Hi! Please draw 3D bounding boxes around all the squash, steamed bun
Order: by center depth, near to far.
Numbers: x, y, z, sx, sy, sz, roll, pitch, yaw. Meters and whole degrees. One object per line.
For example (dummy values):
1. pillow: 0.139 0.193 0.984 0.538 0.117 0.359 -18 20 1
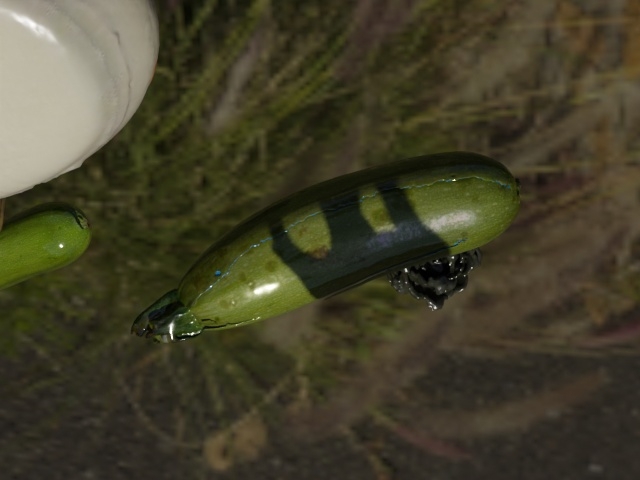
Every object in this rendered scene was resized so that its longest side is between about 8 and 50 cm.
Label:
1. steamed bun: -0.190 -0.113 0.981 0.131 0.228 0.177 -76 149 -44
2. squash: 0.000 0.000 1.547 0.341 0.094 0.094 -20 111 -3
3. squash: -0.305 0.013 1.864 0.066 0.201 0.066 36 43 -43

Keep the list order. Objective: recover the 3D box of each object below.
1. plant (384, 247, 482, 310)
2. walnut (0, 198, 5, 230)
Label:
1. plant: 0.099 0.007 1.772 0.092 0.143 0.094 -30 101 4
2. walnut: -0.381 -0.019 1.646 0.225 0.225 0.261 25 70 -45
